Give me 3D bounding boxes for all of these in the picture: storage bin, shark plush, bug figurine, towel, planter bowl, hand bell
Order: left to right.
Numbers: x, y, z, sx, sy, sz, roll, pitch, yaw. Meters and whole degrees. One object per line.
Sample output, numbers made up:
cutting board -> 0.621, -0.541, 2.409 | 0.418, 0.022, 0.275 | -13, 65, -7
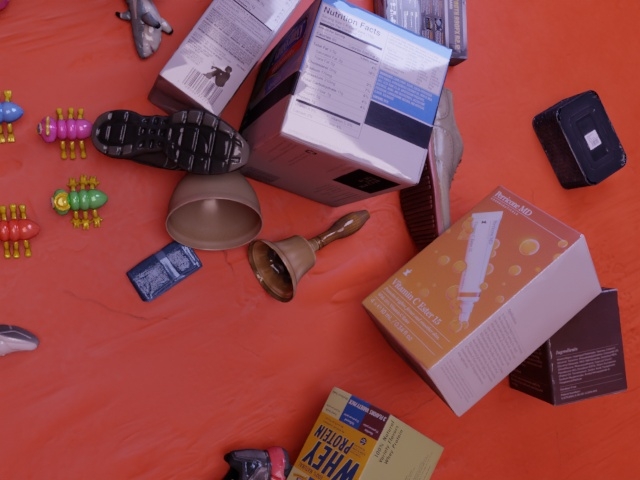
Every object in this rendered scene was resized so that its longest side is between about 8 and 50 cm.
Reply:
bug figurine -> -0.463, -0.116, 1.151 | 0.216, 0.072, 0.279 | -9, 90, -20
shark plush -> -0.324, -0.397, 1.226 | 0.067, 0.073, 0.161 | -30, 104, 12
towel -> -0.270, 0.050, 1.236 | 0.119, 0.029, 0.067 | -35, 98, -18
planter bowl -> -0.181, -0.070, 1.218 | 0.162, 0.162, 0.109 | 6, 57, -20
hand bell -> 0.000, 0.000, 1.311 | 0.242, 0.126, 0.126 | -32, 98, -30
storage bin -> 0.549, -0.211, 1.516 | 0.122, 0.084, 0.180 | -31, 97, -19

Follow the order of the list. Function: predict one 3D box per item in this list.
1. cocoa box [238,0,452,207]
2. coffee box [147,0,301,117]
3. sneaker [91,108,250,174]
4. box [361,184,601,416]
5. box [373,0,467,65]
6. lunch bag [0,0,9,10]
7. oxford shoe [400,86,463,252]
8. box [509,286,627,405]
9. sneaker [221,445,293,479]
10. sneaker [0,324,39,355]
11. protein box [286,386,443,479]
cocoa box -> 0.018, -0.209, 1.183 | 0.231, 0.347, 0.228 | 19, 81, -18
coffee box -> -0.157, -0.342, 1.222 | 0.119, 0.168, 0.297 | 36, 76, -15
sneaker -> -0.232, -0.162, 1.162 | 0.267, 0.106, 0.101 | 12, 89, 15
box -> 0.286, 0.102, 1.279 | 0.345, 0.215, 0.168 | -40, 131, -6
box -> 0.197, -0.470, 1.414 | 0.183, 0.056, 0.231 | -1, 88, -21
lunch bag -> -0.595, -0.519, 1.104 | 0.258, 0.120, 0.293 | 10, 83, -15
oxford shoe -> 0.230, -0.137, 1.380 | 0.130, 0.123, 0.348 | -5, 91, -27
box -> 0.478, 0.199, 1.416 | 0.167, 0.168, 0.203 | -8, 93, -14
sneaker -> -0.142, 0.485, 1.227 | 0.135, 0.097, 0.276 | 16, 80, -19
sneaker -> -0.527, 0.166, 1.132 | 0.152, 0.054, 0.061 | 6, 101, -17
protein box -> 0.078, 0.398, 1.250 | 0.201, 0.136, 0.199 | 40, 73, -43
